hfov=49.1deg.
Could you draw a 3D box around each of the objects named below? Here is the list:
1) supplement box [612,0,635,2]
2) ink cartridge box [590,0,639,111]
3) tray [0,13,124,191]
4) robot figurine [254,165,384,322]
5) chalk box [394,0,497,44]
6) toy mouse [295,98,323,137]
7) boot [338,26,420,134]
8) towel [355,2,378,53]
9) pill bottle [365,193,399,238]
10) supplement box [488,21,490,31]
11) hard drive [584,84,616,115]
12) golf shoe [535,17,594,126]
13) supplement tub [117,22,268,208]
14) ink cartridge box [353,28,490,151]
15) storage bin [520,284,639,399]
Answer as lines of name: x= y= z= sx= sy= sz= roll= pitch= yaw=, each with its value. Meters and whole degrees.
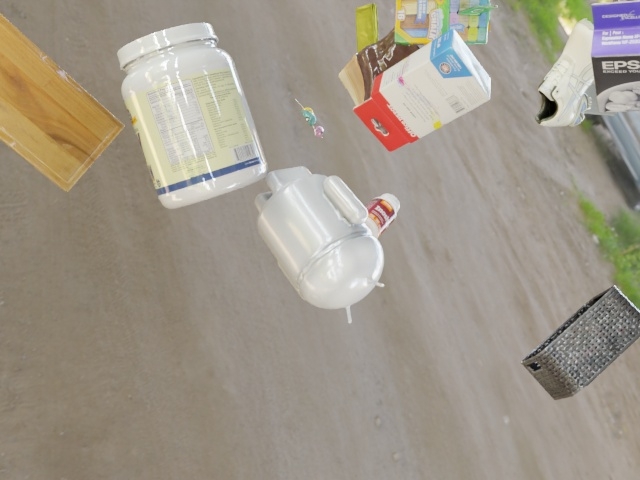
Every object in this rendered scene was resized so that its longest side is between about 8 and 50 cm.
supplement box: x=0.608 y=-0.453 z=1.318 sx=0.081 sy=0.104 sz=0.188 roll=91 pitch=21 yaw=-50
ink cartridge box: x=0.456 y=-0.230 z=0.889 sx=0.208 sy=0.206 sz=0.045 roll=39 pitch=59 yaw=-58
tray: x=-0.654 y=-0.316 z=1.529 sx=0.411 sy=0.076 sz=0.203 roll=44 pitch=75 yaw=-30
robot figurine: x=0.000 y=0.000 z=1.497 sx=0.200 sy=0.300 sz=0.353 roll=-17 pitch=61 yaw=-37
chalk box: x=0.278 y=-0.487 z=1.510 sx=0.132 sy=0.213 sz=0.132 roll=-11 pitch=110 yaw=-34
toy mouse: x=-0.021 y=-0.393 z=2.348 sx=0.161 sy=0.031 sz=0.143 roll=54 pitch=9 yaw=-34
boot: x=0.183 y=-0.384 z=1.751 sx=0.248 sy=0.207 sz=0.090 roll=56 pitch=22 yaw=-2
towel: x=0.128 y=-0.536 z=1.969 sx=0.021 sy=0.102 sz=0.237 roll=-9 pitch=102 yaw=-30
pill bottle: x=0.153 y=-0.065 z=1.907 sx=0.086 sy=0.086 sz=0.152 roll=54 pitch=47 yaw=-10
supplement box: x=0.338 y=-0.617 z=1.789 sx=0.194 sy=0.129 sz=0.191 roll=-107 pitch=-170 yaw=-76
hard drive: x=0.549 y=-0.298 z=1.423 sx=0.135 sy=0.094 sz=0.022 roll=4 pitch=53 yaw=-3
golf shoe: x=0.386 y=-0.254 z=1.098 sx=0.069 sy=0.086 sz=0.176 roll=-126 pitch=-153 yaw=-49
supplement tub: x=-0.260 y=-0.247 z=1.421 sx=0.235 sy=0.235 sz=0.325 roll=-32 pitch=106 yaw=-60
ink cartridge box: x=0.192 y=-0.281 z=1.345 sx=0.134 sy=0.231 sz=0.078 roll=44 pitch=38 yaw=-27
storage bin: x=0.430 y=0.169 z=1.145 sx=0.084 sy=0.180 sz=0.122 roll=50 pitch=-11 yaw=13
